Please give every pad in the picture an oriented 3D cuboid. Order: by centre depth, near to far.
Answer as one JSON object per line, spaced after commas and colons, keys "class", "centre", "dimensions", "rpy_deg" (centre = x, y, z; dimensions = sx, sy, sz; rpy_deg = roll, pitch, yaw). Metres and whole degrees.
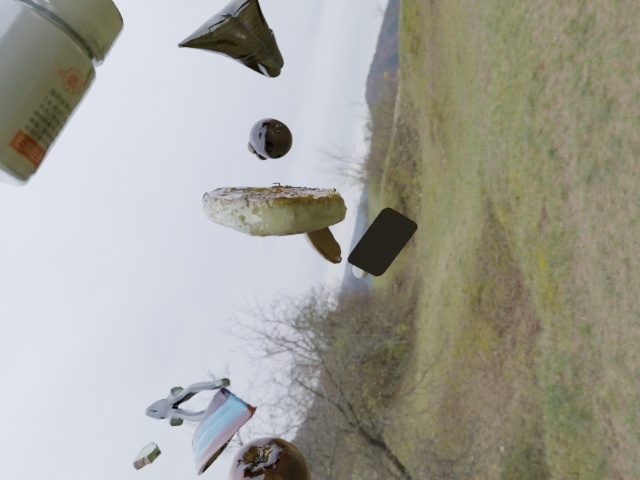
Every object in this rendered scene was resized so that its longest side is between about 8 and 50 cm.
{"class": "pad", "centre": [0.236, 0.010, 1.774], "dimensions": [0.267, 0.181, 0.004], "rpy_deg": [-55, 27, 17]}

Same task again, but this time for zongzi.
{"class": "zongzi", "centre": [-0.221, -0.489, 1.230], "dimensions": [0.242, 0.112, 0.221], "rpy_deg": [-45, -48, -14]}

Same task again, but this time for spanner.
{"class": "spanner", "centre": [-0.331, 0.398, 1.138], "dimensions": [0.040, 0.325, 0.095], "rpy_deg": [21, -125, -47]}

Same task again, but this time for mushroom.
{"class": "mushroom", "centre": [0.187, 0.126, 2.072], "dimensions": [0.079, 0.085, 0.085], "rpy_deg": [-1, -71, -43]}

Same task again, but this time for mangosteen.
{"class": "mangosteen", "centre": [-0.152, -0.286, 1.350], "dimensions": [0.140, 0.140, 0.140], "rpy_deg": [13, -90, -86]}

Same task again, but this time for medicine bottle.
{"class": "medicine bottle", "centre": [-0.527, -0.299, 0.826], "dimensions": [0.211, 0.211, 0.371], "rpy_deg": [91, -159, -71]}

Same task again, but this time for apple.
{"class": "apple", "centre": [-0.135, 0.620, 1.222], "dimensions": [0.230, 0.230, 0.229], "rpy_deg": [13, -90, -86]}

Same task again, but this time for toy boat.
{"class": "toy boat", "centre": [-0.205, 0.389, 0.953], "dimensions": [0.136, 0.079, 0.392], "rpy_deg": [-43, -13, -40]}

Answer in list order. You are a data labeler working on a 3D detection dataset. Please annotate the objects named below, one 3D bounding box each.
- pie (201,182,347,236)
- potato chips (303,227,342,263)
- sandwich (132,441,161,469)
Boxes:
{"class": "pie", "centre": [-0.101, -0.072, 0.993], "dimensions": [0.315, 0.315, 0.092], "rpy_deg": [-60, -27, -75]}
{"class": "potato chips", "centre": [0.000, 0.000, 1.578], "dimensions": [0.049, 0.202, 0.150], "rpy_deg": [-32, 27, 35]}
{"class": "sandwich", "centre": [-0.598, 0.745, 1.639], "dimensions": [0.035, 0.093, 0.105], "rpy_deg": [59, -171, -10]}
